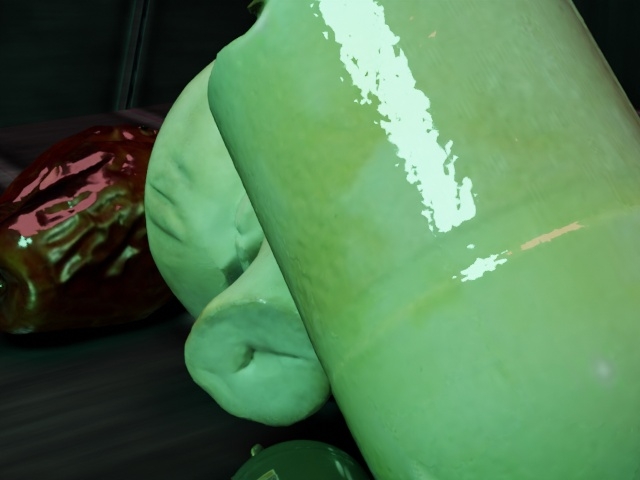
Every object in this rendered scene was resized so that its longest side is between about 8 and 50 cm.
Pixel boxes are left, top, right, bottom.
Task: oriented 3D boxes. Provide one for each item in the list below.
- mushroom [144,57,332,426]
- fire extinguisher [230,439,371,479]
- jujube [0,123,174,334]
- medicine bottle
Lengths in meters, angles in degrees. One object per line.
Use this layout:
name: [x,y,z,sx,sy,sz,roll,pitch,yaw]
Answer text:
mushroom: [0.001,0.001,1.084,0.315,0.315,0.356,10,63,41]
fire extinguisher: [-0.006,0.181,0.710,0.114,0.095,0.311,-33,16,2]
jujube: [-0.224,-0.010,1.326,0.197,0.197,0.290,6,25,31]
medicine bottle: [0.113,0.040,0.785,0.236,0.406,0.235,-22,-19,-8]
